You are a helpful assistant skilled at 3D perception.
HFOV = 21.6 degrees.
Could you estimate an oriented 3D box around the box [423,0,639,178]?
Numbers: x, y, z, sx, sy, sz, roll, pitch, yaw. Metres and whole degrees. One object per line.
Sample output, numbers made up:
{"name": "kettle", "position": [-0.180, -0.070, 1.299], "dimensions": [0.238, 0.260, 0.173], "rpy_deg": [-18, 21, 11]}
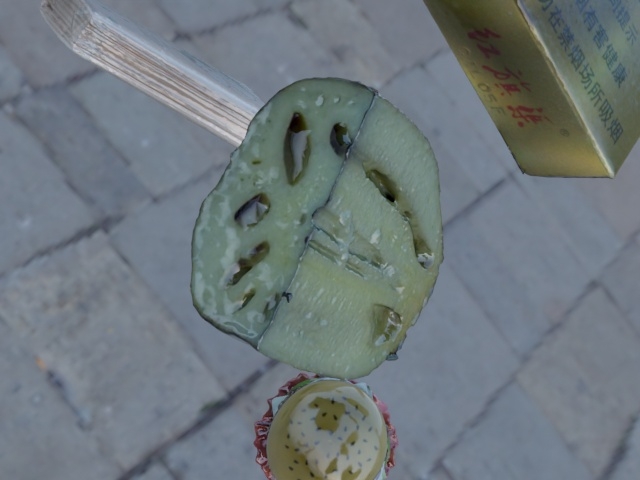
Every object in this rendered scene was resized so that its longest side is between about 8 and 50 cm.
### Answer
{"name": "box", "position": [0.164, -0.171, 0.962], "dimensions": [0.159, 0.071, 0.240], "rpy_deg": [53, 57, -30]}

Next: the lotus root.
{"name": "lotus root", "position": [0.011, -0.008, 1.665], "dimensions": [0.149, 0.267, 0.260], "rpy_deg": [24, -2, 32]}

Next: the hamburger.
{"name": "hamburger", "position": [0.010, 0.236, 1.965], "dimensions": [0.175, 0.175, 0.137], "rpy_deg": [52, -5, 2]}

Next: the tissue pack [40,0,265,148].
{"name": "tissue pack", "position": [-0.209, -0.224, 2.210], "dimensions": [0.325, 0.071, 0.170], "rpy_deg": [28, 12, -34]}
